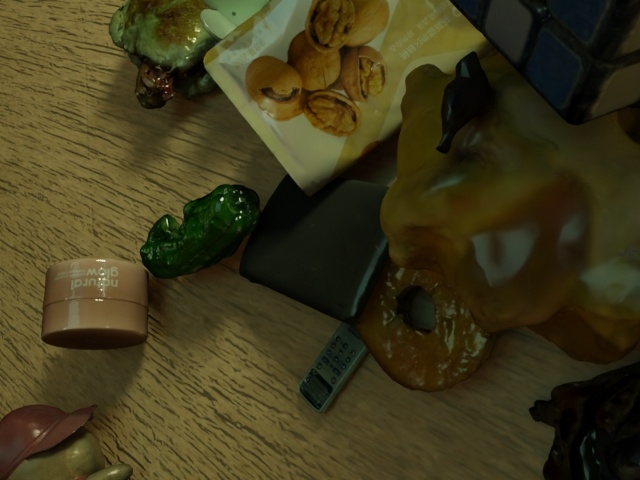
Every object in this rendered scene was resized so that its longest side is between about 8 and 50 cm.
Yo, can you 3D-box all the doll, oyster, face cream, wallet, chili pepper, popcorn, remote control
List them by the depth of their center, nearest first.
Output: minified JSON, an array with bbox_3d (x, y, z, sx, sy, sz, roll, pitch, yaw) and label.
[{"bbox_3d":[0.337,0.181,0.526,0.361,0.096,0.221,-32,67,26],"label":"oyster"},{"bbox_3d":[0.202,-0.038,0.591,0.298,0.281,0.315,-18,87,2],"label":"popcorn"},{"bbox_3d":[0.020,0.149,0.795,0.053,0.018,0.124,41,100,36],"label":"remote control"},{"bbox_3d":[0.000,0.000,0.805,0.245,0.052,0.168,19,82,53],"label":"wallet"},{"bbox_3d":[-0.175,-0.003,0.914,0.253,0.084,0.099,-22,56,45],"label":"chili pepper"},{"bbox_3d":[-0.365,0.344,0.923,0.196,0.152,0.256,-36,70,-16],"label":"doll"},{"bbox_3d":[-0.332,0.097,0.971,0.149,0.149,0.104,-16,67,30],"label":"face cream"}]

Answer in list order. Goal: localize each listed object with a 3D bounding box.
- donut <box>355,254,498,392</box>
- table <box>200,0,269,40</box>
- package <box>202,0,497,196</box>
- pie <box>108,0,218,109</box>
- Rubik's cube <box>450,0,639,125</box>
[{"bbox_3d":[0.121,0.079,0.721,0.162,0.066,0.178,-43,58,23],"label":"donut"},{"bbox_3d":[-0.045,-0.346,0.879,0.198,0.167,0.166,-38,58,31],"label":"table"},{"bbox_3d":[0.046,-0.235,0.830,0.311,0.165,0.221,-39,92,10],"label":"package"},{"bbox_3d":[-0.216,-0.359,1.071,0.257,0.105,0.274,-32,62,6],"label":"pie"},{"bbox_3d":[0.232,-0.299,0.424,0.292,0.293,0.286,-23,59,-13],"label":"Rubik's cube"}]
